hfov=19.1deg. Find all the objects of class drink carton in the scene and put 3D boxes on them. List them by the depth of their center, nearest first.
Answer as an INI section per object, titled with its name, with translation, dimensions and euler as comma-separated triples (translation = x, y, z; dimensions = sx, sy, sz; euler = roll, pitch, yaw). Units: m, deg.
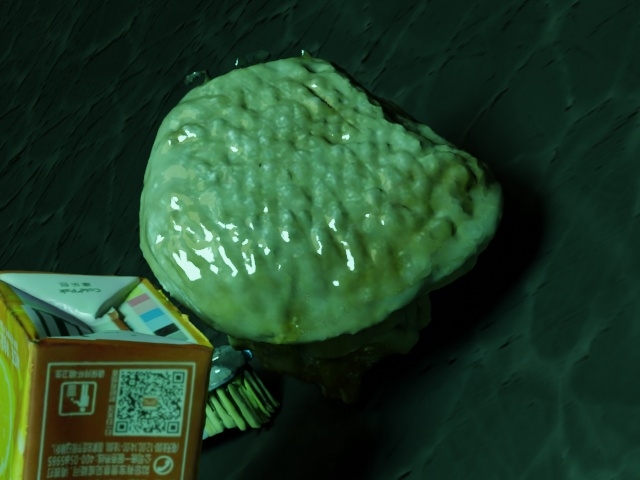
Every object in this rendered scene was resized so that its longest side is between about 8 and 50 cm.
[drink carton]
translation = -0.097, 0.130, 0.724
dimensions = 0.096, 0.071, 0.223
euler = -142, 58, -63

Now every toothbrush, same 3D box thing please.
[toothbrush]
translation = -0.162, 0.135, 0.975
dimensions = 0.413, 0.042, 0.035
euler = -29, 0, 42

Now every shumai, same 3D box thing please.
[shumai]
translation = -0.003, 0.002, 0.783
dimensions = 0.145, 0.116, 0.145
euler = -2, 58, 4
